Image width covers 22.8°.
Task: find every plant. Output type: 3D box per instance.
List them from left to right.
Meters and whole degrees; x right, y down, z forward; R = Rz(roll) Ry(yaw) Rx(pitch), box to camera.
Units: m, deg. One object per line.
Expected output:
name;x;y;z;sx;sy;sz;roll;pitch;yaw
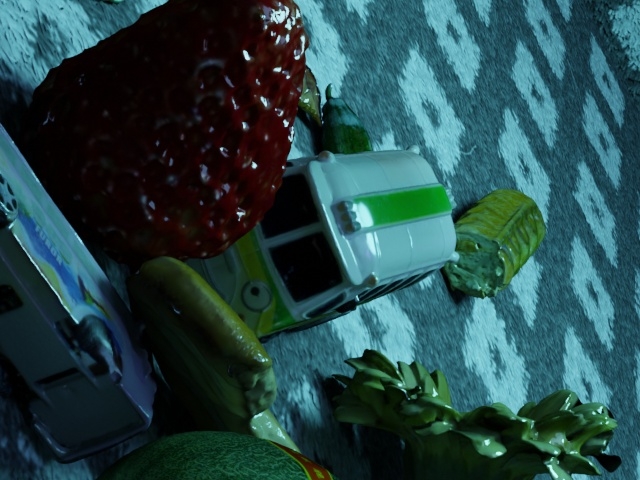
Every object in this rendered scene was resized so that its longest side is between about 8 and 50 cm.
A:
plant;0.160;0.221;1.496;0.306;0.261;0.297;42;33;-64

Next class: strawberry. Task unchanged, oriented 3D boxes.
strawberry;-0.100;-0.106;1.196;0.205;0.244;0.205;22;41;-20

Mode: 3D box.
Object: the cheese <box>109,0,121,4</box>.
cheese;-0.169;-0.299;1.367;0.320;0.083;0.204;-36;144;-68

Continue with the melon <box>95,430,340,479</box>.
melon;-0.056;0.230;1.118;0.287;0.182;0.182;35;40;-53

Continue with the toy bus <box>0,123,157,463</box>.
toy bus;-0.209;0.017;1.082;0.274;0.090;0.112;59;16;-25

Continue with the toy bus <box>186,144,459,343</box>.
toy bus;0.000;0.000;1.430;0.305;0.179;0.143;-10;80;-66

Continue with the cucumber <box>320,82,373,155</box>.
cucumber;0.037;-0.062;1.721;0.056;0.056;0.250;20;53;-60

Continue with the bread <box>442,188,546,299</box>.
bread;0.226;-0.002;2.037;0.269;0.098;0.087;-37;147;-65

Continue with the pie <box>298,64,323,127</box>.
pie;-0.043;-0.191;1.678;0.170;0.034;0.092;33;47;-54

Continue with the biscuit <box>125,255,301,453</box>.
biscuit;-0.074;0.115;1.221;0.154;0.045;0.299;37;-22;31
